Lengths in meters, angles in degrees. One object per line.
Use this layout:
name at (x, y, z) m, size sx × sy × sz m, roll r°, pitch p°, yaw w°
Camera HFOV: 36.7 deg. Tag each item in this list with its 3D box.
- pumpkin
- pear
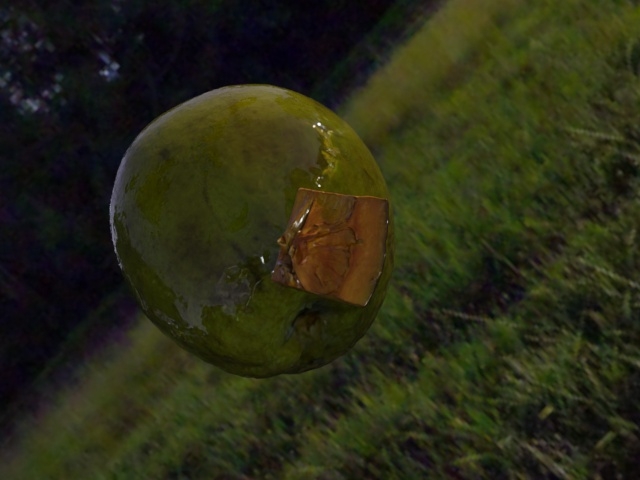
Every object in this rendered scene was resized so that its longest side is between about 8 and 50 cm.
pumpkin at (0.001, -0.001, 0.607) m, size 0.101 × 0.035 × 0.073 m, roll 5°, pitch 71°, yaw 52°
pear at (-0.075, -0.022, 1.177) m, size 0.352 × 0.352 × 0.413 m, roll -43°, pitch 45°, yaw 15°
